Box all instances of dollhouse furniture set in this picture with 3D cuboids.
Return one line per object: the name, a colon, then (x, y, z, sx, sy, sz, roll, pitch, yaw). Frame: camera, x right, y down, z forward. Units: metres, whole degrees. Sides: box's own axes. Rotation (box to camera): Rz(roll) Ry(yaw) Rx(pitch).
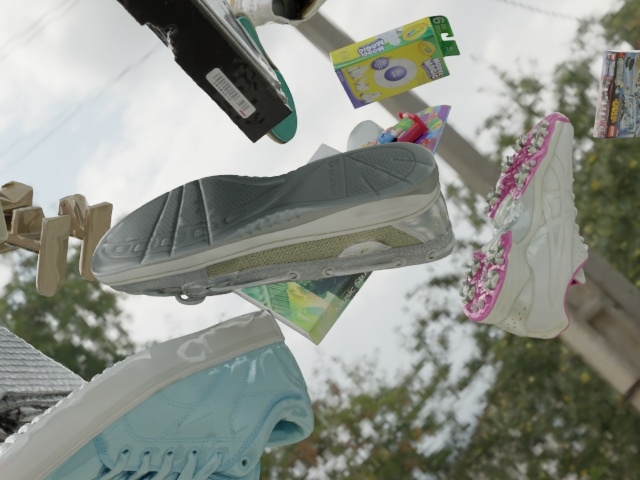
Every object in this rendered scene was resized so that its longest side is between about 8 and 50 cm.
dollhouse furniture set: (-0.629, 0.040, 2.054, 0.394, 0.362, 0.256, -24, -54, -64)

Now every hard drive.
hard drive: (-0.160, -0.270, 1.233, 0.064, 0.339, 0.237, -39, -51, 6)

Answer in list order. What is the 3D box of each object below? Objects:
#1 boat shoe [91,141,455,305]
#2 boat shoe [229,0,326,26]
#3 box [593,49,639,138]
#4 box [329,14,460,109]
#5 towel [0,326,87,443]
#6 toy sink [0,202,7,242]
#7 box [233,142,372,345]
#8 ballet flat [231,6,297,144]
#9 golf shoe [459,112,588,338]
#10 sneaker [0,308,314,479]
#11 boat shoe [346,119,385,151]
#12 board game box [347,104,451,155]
boat shoe: (-0.045, 0.002, 1.027, 0.320, 0.118, 0.103, -14, -56, 10)
boat shoe: (-0.040, -0.404, 1.958, 0.277, 0.096, 0.098, -38, -53, -51)
box: (0.473, -0.229, 1.838, 0.094, 0.027, 0.137, -7, -73, -41)
box: (0.115, -0.264, 1.730, 0.179, 0.043, 0.105, -21, -33, 10)
towel: (-0.461, 0.203, 1.600, 0.121, 0.235, 0.283, -60, -16, 2)
toy sink: (-0.465, -0.063, 1.256, 0.131, 0.153, 0.234, -21, -14, 21)
box: (0.000, 0.000, 2.072, 0.322, 0.232, 0.058, -54, -36, -11)
ballet flat: (-0.109, -0.252, 1.788, 0.086, 0.086, 0.248, -38, -48, -17)
golf shoe: (0.280, -0.015, 1.486, 0.115, 0.140, 0.306, -32, 34, 66)
sneaker: (-0.117, 0.168, 0.973, 0.135, 0.150, 0.366, -40, -11, 37)
boat shoe: (0.074, -0.059, 1.619, 0.078, 0.219, 0.070, -13, -31, 41)
board game box: (0.070, -0.102, 1.255, 0.133, 0.033, 0.169, -26, 24, 34)
